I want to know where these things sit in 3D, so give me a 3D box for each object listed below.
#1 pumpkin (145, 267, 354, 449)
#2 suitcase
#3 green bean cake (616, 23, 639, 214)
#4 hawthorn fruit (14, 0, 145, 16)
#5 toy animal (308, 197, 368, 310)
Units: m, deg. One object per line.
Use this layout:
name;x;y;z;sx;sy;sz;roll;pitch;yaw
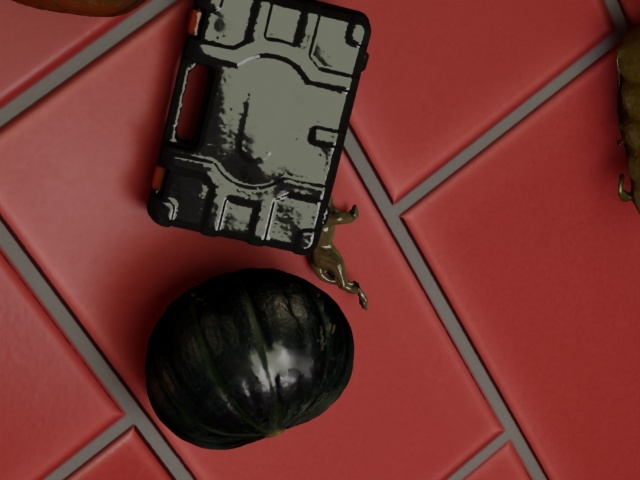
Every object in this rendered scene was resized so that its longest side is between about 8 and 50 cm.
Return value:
pumpkin;-0.083;0.131;1.717;0.249;0.216;0.250;-12;143;-9
suitcase;-0.069;-0.138;1.665;0.206;0.066;0.286;12;102;-11
green bean cake;0.511;-0.171;1.934;0.285;0.202;0.310;-22;118;-34
hawthorn fruit;-0.271;-0.310;1.467;0.251;0.199;0.199;-7;111;-9
toy animal;0.017;-0.005;1.794;0.086;0.069;0.220;-25;114;6
